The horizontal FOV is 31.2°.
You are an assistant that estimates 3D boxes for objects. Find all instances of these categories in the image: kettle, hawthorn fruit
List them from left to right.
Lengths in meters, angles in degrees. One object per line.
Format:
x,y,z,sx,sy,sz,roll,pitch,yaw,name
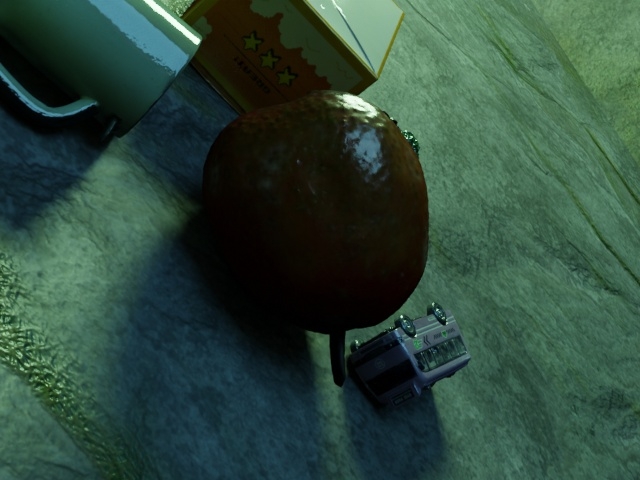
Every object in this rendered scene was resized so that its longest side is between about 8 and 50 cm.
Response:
-0.301,-0.245,1.369,0.255,0.165,0.240,41,60,-20,kettle
0.000,0.000,1.438,0.285,0.284,0.369,2,79,-54,hawthorn fruit

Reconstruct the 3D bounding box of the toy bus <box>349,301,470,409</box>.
0.127,0.160,1.591,0.199,0.096,0.108,-11,72,-61,toy bus

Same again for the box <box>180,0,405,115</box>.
-0.045,-0.334,1.757,0.259,0.214,0.283,47,31,-16,box

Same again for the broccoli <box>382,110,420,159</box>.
0.058,-0.116,1.747,0.195,0.156,0.195,4,68,-10,broccoli
